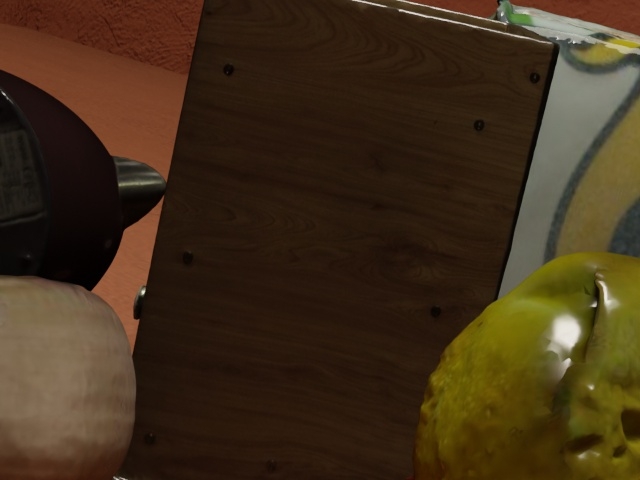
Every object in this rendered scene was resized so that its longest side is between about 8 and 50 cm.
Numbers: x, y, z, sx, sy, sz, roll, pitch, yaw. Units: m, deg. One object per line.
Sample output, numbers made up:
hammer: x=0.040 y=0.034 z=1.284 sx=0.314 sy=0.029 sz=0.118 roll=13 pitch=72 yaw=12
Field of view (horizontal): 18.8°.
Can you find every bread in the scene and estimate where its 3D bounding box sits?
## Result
bread: x=0.181 y=0.099 z=0.685 sx=0.383 sy=0.166 sz=0.112 roll=5 pitch=-15 yaw=-42

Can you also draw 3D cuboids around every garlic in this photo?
garlic: x=-0.156 y=0.057 z=0.703 sx=0.198 sy=0.090 sz=0.128 roll=-2 pitch=2 yaw=-42

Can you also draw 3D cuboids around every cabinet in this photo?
cabinet: x=0.000 y=0.000 z=0.840 sx=0.148 sy=0.215 sz=0.175 roll=12 pitch=9 yaw=0

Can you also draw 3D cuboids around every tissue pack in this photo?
tissue pack: x=0.213 y=0.017 z=1.030 sx=0.311 sy=0.228 sz=0.128 roll=13 pitch=6 yaw=-1

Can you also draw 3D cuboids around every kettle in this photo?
kettle: x=-0.189 y=-0.005 z=0.934 sx=0.202 sy=0.144 sz=0.232 roll=-16 pitch=-3 yaw=8

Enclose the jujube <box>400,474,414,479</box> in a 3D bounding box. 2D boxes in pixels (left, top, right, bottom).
jujube: x=0.078 y=0.109 z=0.717 sx=0.129 sy=0.077 sz=0.077 roll=2 pitch=14 yaw=-38
